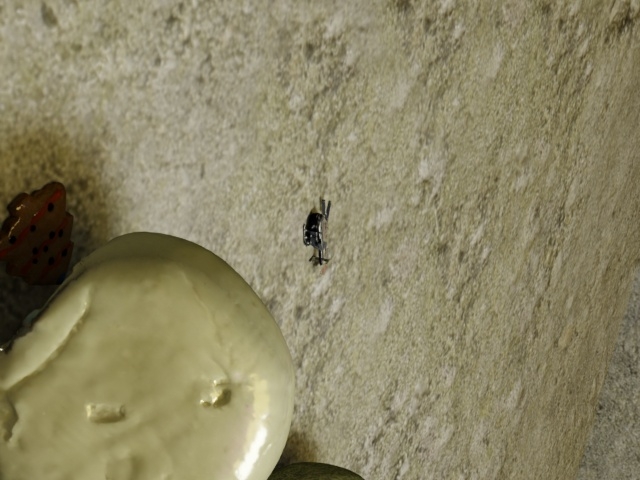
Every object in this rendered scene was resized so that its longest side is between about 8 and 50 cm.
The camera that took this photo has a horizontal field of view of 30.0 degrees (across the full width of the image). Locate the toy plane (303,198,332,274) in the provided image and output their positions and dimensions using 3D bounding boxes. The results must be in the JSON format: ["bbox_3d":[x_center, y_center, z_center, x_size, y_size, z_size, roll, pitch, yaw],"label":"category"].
[{"bbox_3d":[0.000,0.000,1.784,0.049,0.031,0.120,-43,138,-52],"label":"toy plane"}]

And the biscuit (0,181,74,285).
[{"bbox_3d":[-0.304,0.002,1.304,0.119,0.019,0.130,-51,145,-29],"label":"biscuit"}]

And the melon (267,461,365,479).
[{"bbox_3d":[-0.022,0.458,1.801,0.329,0.249,0.248,3,104,-62],"label":"melon"}]

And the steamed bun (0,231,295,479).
[{"bbox_3d":[-0.191,0.167,1.288,0.334,0.312,0.233,-37,-175,5],"label":"steamed bun"}]
